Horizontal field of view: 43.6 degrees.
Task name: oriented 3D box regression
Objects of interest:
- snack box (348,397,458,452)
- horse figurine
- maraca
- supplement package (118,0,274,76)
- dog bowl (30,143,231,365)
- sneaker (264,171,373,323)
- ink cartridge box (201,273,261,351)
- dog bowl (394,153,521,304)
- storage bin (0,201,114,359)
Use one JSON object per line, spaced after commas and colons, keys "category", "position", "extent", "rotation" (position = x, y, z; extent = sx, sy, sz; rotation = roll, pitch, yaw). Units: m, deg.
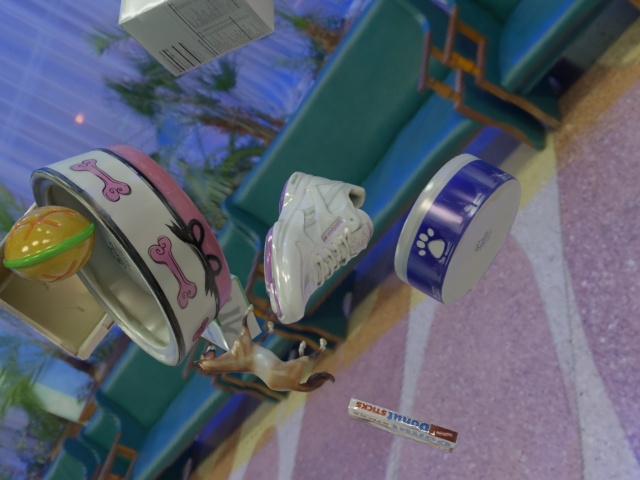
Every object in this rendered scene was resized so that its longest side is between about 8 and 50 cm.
{"category": "snack box", "position": [0.132, 0.299, 1.294], "extent": [0.064, 0.178, 0.022], "rotation": [87, -158, -61]}
{"category": "horse figurine", "position": [-0.097, 0.238, 1.616], "extent": [0.174, 0.263, 0.066], "rotation": [-56, -11, -44]}
{"category": "maraca", "position": [-0.368, 0.001, 1.091], "extent": [0.127, 0.099, 0.185], "rotation": [-21, 16, -14]}
{"category": "supplement package", "position": [-0.199, -0.417, 1.314], "extent": [0.203, 0.149, 0.194], "rotation": [-18, 57, 24]}
{"category": "dog bowl", "position": [-0.318, 0.014, 1.393], "extent": [0.150, 0.408, 0.408], "rotation": [-39, 5, -26]}
{"category": "sneaker", "position": [0.000, 0.000, 1.206], "extent": [0.305, 0.152, 0.114], "rotation": [-78, -9, -46]}
{"category": "ink cartridge box", "position": [-0.244, 0.142, 1.794], "extent": [0.093, 0.154, 0.212], "rotation": [-34, 26, -27]}
{"category": "dog bowl", "position": [0.253, -0.018, 1.460], "extent": [0.265, 0.104, 0.265], "rotation": [-41, -31, -32]}
{"category": "storage bin", "position": [-0.522, 0.069, 1.653], "extent": [0.262, 0.260, 0.123], "rotation": [-55, -10, -18]}
